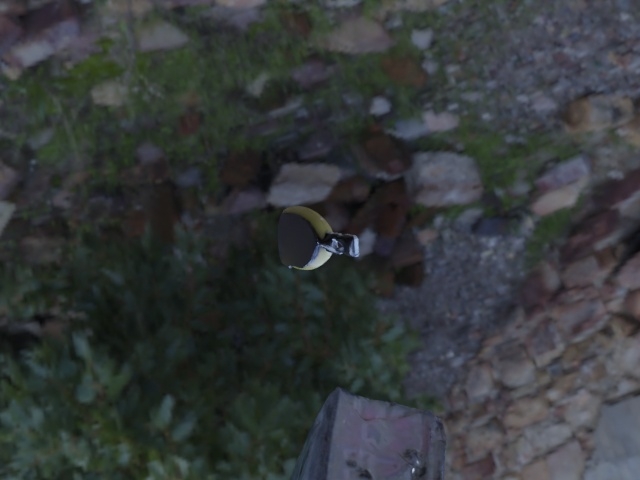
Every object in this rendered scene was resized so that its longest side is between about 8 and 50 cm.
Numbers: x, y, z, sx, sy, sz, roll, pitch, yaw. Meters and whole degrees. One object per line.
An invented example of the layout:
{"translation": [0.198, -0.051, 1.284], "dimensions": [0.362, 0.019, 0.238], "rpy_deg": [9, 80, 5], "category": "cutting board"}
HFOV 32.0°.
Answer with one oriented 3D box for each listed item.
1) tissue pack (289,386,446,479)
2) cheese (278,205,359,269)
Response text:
{"translation": [-0.004, 0.362, 0.931], "dimensions": [0.124, 0.288, 0.394], "rpy_deg": [14, 122, -9], "category": "tissue pack"}
{"translation": [-0.001, 0.000, 1.464], "dimensions": [0.036, 0.086, 0.162], "rpy_deg": [-5, -173, -33], "category": "cheese"}
